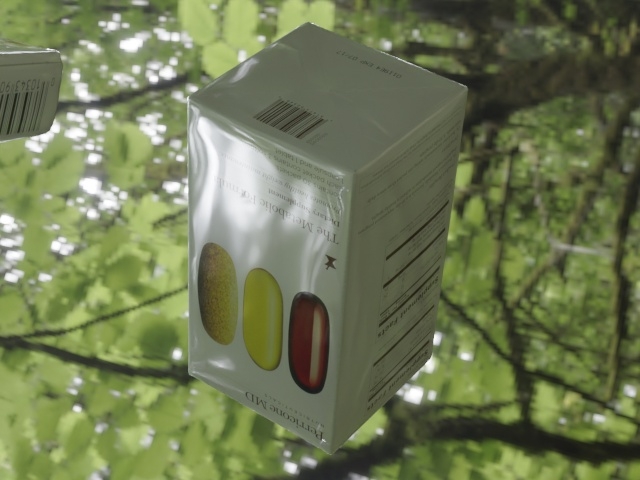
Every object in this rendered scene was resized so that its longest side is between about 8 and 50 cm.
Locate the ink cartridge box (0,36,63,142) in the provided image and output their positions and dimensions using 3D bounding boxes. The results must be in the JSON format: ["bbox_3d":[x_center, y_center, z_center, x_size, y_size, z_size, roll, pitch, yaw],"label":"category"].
[{"bbox_3d":[-0.240,-0.075,0.563,0.206,0.208,0.045,-28,-47,-69],"label":"ink cartridge box"}]

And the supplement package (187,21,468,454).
[{"bbox_3d":[0.000,0.000,1.006,0.134,0.139,0.244,-38,-36,-41],"label":"supplement package"}]
